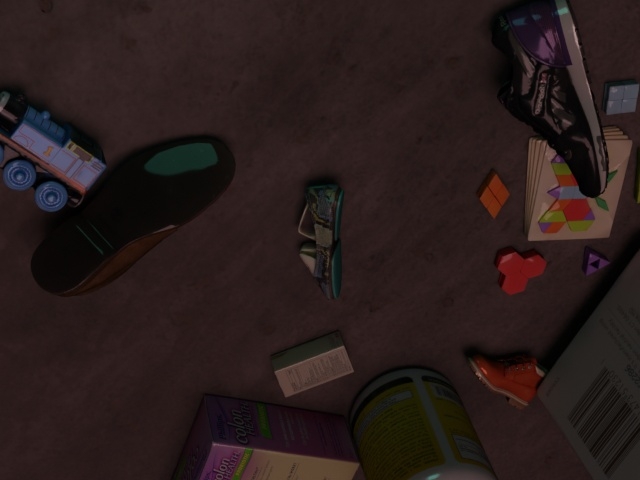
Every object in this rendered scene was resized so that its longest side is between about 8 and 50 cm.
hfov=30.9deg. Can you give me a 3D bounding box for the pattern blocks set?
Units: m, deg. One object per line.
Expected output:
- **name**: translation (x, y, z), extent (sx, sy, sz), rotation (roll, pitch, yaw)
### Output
- **pattern blocks set**: translation (0.373, -0.077, 1.710), extent (0.286, 0.026, 0.324), rotation (-15, 124, -4)

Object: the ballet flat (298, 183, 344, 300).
- **ballet flat**: translation (0.000, 0.000, 1.657), extent (0.070, 0.070, 0.188), rotation (-4, 121, -11)

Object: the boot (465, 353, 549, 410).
- **boot**: translation (0.300, 0.207, 1.857), extent (0.158, 0.059, 0.084), rotation (31, 108, -37)

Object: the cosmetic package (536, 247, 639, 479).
- **cosmetic package**: translation (0.623, 0.255, 1.780), extent (0.394, 0.329, 0.327), rotation (18, 115, -29)

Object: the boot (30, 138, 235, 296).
- **boot**: translation (-0.245, -0.029, 1.567), extent (0.305, 0.112, 0.115), rotation (-35, 166, -4)

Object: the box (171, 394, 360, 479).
- **box**: translation (-0.095, 0.376, 1.831), extent (0.243, 0.117, 0.213), rotation (11, 119, -21)

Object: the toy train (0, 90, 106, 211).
- **toy train**: translation (-0.367, -0.116, 1.481), extent (0.184, 0.080, 0.105), rotation (36, 99, -27)

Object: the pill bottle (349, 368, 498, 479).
- **pill bottle**: translation (0.166, 0.363, 1.753), extent (0.188, 0.334, 0.187), rotation (-6, 123, -9)

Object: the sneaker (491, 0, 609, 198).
- **sneaker**: translation (0.308, -0.185, 1.577), extent (0.124, 0.107, 0.283), rotation (-15, 107, 11)

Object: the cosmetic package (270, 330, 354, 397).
- **cosmetic package**: translation (-0.013, 0.189, 1.777), extent (0.115, 0.041, 0.060), rotation (-19, 125, -1)
